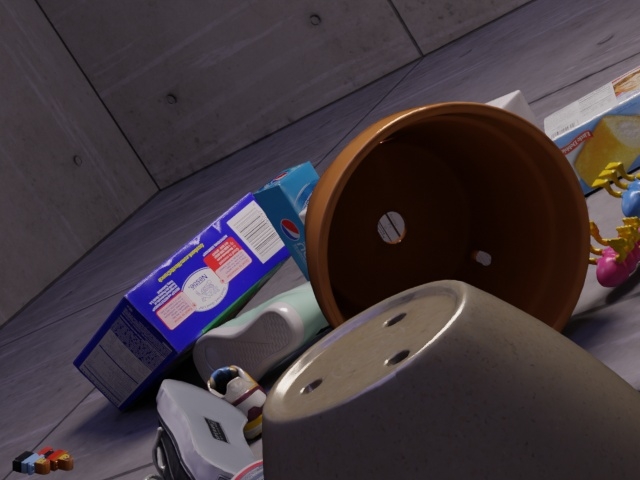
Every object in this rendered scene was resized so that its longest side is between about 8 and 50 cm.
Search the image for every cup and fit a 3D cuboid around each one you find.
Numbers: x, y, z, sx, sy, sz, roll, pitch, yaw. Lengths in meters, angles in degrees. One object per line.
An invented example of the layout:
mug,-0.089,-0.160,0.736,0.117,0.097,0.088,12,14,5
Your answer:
cup,0.092,0.169,1.007,0.331,0.237,0.331,-30,12,7

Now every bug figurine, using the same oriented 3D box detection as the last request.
bug figurine,0.381,-0.030,1.472,0.216,0.072,0.279,-45,21,-25

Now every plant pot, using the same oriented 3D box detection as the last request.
plant pot,0.105,-0.004,1.496,0.291,0.291,0.203,-35,17,-11

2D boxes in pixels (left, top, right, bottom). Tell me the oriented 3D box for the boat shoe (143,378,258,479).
boat shoe,-0.134,0.246,1.586,0.105,0.113,0.306,-64,23,7

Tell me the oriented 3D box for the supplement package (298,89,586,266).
supplement package,0.153,-0.041,1.837,0.293,0.175,0.177,-18,20,48

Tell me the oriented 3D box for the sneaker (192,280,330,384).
sneaker,-0.059,0.128,1.940,0.151,0.094,0.256,-26,-2,-42

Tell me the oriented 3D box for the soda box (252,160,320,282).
soda box,0.000,0.000,1.976,0.067,0.210,0.071,-40,13,-33

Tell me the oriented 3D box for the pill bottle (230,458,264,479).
pill bottle,-0.017,0.256,1.244,0.108,0.108,0.180,-35,13,-15

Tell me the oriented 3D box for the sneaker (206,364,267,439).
sneaker,-0.110,0.191,1.795,0.069,0.084,0.185,-36,13,-18

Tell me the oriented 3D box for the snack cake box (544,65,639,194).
snack cake box,0.428,-0.170,1.872,0.264,0.089,0.152,-29,11,16

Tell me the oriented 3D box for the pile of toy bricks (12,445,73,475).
pile of toy bricks,-0.349,0.344,1.793,0.105,0.118,0.212,9,20,21

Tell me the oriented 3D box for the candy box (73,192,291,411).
candy box,-0.204,0.099,2.136,0.268,0.122,0.317,-41,-1,-31
